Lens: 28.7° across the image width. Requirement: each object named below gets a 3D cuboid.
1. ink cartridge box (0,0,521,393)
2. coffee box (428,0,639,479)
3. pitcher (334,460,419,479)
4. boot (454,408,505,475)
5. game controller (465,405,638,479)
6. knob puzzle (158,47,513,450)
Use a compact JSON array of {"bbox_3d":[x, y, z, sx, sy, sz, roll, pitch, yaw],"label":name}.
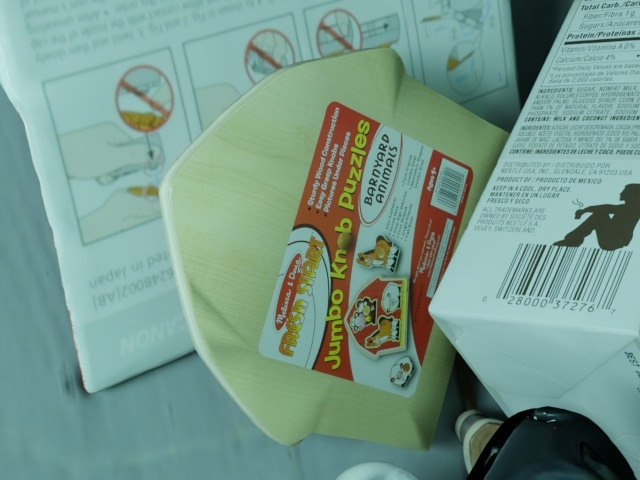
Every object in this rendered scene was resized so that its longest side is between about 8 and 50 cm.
[{"bbox_3d":[-0.047,-0.163,0.606,0.308,0.091,0.385,-23,111,-36],"label":"ink cartridge box"},{"bbox_3d":[0.193,-0.031,0.673,0.168,0.118,0.297,52,56,-39],"label":"coffee box"},{"bbox_3d":[0.039,0.217,0.548,0.178,0.125,0.207,42,50,-13],"label":"pitcher"},{"bbox_3d":[0.090,0.110,0.619,0.042,0.087,0.118,-37,120,-1],"label":"boot"},{"bbox_3d":[0.124,0.228,0.506,0.166,0.067,0.319,-43,114,-37],"label":"game controller"},{"bbox_3d":[0.000,0.000,0.591,0.213,0.030,0.213,-7,100,-39],"label":"knob puzzle"}]
